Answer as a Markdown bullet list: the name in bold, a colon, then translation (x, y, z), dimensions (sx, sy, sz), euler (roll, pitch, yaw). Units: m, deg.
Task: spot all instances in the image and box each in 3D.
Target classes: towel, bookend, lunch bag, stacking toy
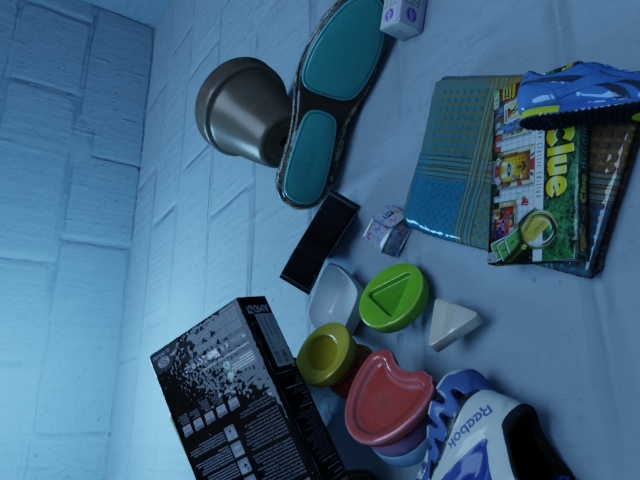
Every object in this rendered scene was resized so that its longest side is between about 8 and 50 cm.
- **towel**: translation (0.279, -0.115, 0.829), dimensions (0.370, 0.040, 0.271), euler (22, 100, 56)
- **bookend**: translation (0.000, 0.000, 1.130), dimensions (0.157, 0.072, 0.156), euler (-58, 3, 29)
- **lunch bag**: translation (0.125, -0.022, 1.028), dimensions (0.083, 0.053, 0.071), euler (-61, 36, 10)
- **stacking toy**: translation (0.132, 0.202, 0.924), dimensions (0.279, 0.130, 0.309), euler (-48, 31, -3)

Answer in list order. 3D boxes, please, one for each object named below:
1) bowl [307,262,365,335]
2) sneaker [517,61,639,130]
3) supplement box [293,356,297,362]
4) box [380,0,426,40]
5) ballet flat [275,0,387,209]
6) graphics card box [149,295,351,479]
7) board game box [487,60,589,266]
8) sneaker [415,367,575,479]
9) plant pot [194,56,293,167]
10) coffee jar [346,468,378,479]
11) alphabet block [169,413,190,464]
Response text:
- **bowl**: translation (0.040, 0.129, 1.110), dimensions (0.142, 0.053, 0.142), euler (45, 119, 54)
- **sneaker**: translation (0.340, -0.180, 0.649), dimensions (0.209, 0.069, 0.082), euler (2, 79, 30)
- **supplement box**: translation (-0.086, 0.314, 1.245), dimensions (0.083, 0.056, 0.083), euler (-41, 47, 44)
- **box**: translation (0.183, -0.570, 1.106), dimensions (0.063, 0.067, 0.324), euler (1, 80, 58)
- **ballet flat**: translation (0.007, -0.307, 1.237), dimensions (0.182, 0.164, 0.482), euler (-111, 39, -71)
- **graphics card box**: translation (-0.124, 0.306, 0.932), dimensions (0.233, 0.094, 0.371), euler (-35, 73, 22)
- **board game box**: translation (0.291, -0.097, 0.746), dimensions (0.136, 0.030, 0.259), euler (-8, 74, 52)
- **sneaker**: translation (0.212, 0.334, 0.697), dimensions (0.182, 0.127, 0.315), euler (2, 80, 60)
- **plant pot**: translation (-0.153, -0.305, 1.418), dimensions (0.229, 0.263, 0.263), euler (41, 116, 35)
- **coffee jar**: translation (0.090, 0.448, 0.882), dimensions (0.184, 0.096, 0.079), euler (25, 104, 57)
- **alphabet block**: translation (-0.143, 0.365, 1.108), dimensions (0.197, 0.193, 0.192), euler (-39, 69, 25)
